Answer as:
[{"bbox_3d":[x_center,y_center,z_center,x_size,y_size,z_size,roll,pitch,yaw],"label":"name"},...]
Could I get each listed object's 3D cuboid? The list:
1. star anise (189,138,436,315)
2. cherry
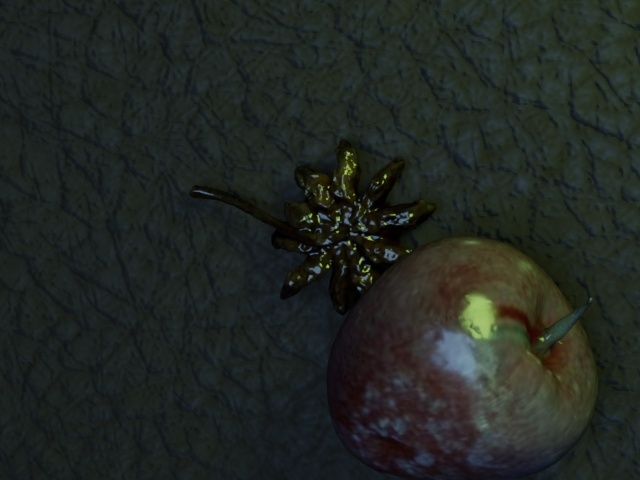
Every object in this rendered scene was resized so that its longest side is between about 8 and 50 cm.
[{"bbox_3d":[-0.002,0.001,1.712,0.234,0.073,0.177,-16,88,22],"label":"star anise"},{"bbox_3d":[0.140,0.112,1.616,0.285,0.213,0.236,-33,94,32],"label":"cherry"}]
